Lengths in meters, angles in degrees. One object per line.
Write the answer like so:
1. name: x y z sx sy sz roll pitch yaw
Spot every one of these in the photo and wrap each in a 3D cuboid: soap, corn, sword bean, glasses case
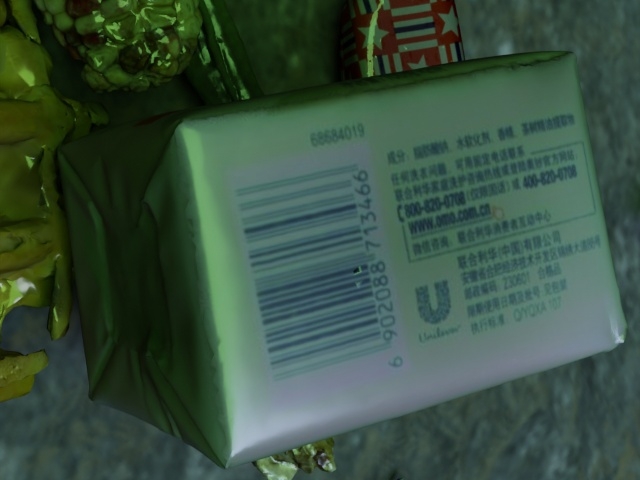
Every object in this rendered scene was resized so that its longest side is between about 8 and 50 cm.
1. soap: 0.000 0.000 0.538 0.199 0.182 0.139 -13 96 -25
2. corn: -0.129 -0.210 0.571 0.098 0.098 0.290 -24 96 -20
3. sword bean: -0.022 -0.039 0.664 0.043 0.038 0.269 -27 103 6
4. glasses case: 0.051 -0.057 0.685 0.073 0.049 0.195 -11 96 -20

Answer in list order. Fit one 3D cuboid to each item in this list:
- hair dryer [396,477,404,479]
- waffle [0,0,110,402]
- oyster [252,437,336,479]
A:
1. hair dryer: 0.033 0.195 0.699 0.063 0.037 0.114 27 75 -23
2. waffle: -0.252 -0.029 0.467 0.382 0.095 0.380 47 51 -36
3. oyster: -0.041 0.054 0.649 0.166 0.053 0.108 47 74 -17
